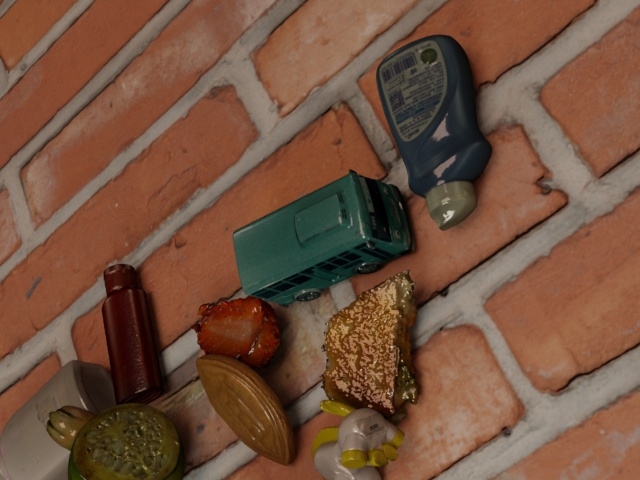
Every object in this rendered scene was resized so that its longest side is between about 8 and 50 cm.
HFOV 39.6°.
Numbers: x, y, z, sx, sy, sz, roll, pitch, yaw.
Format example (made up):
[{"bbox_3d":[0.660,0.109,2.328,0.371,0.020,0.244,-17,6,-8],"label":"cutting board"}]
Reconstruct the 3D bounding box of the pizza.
[{"bbox_3d":[0.078,0.157,1.315,0.147,0.069,0.226,-1,84,25],"label":"pizza"}]

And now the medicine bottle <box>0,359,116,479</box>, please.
[{"bbox_3d":[-0.500,0.364,1.649,0.296,0.111,0.161,-42,55,16],"label":"medicine bottle"}]

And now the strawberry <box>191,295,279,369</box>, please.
[{"bbox_3d":[-0.130,0.150,1.470,0.188,0.082,0.121,8,76,51],"label":"strawberry"}]

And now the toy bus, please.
[{"bbox_3d":[0.000,0.000,1.373,0.256,0.147,0.128,-25,65,29],"label":"toy bus"}]

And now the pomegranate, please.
[{"bbox_3d":[-0.348,0.378,1.474,0.190,0.241,0.159,-86,10,-48],"label":"pomegranate"}]

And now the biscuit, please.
[{"bbox_3d":[-0.116,0.261,1.393,0.220,0.029,0.142,49,137,9],"label":"biscuit"}]

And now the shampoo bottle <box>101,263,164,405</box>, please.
[{"bbox_3d":[-0.349,0.169,1.625,0.102,0.064,0.260,-31,60,29],"label":"shampoo bottle"}]

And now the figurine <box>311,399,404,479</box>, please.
[{"bbox_3d":[0.042,0.309,1.284,0.130,0.109,0.178,40,136,26],"label":"figurine"}]

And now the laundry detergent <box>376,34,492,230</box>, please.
[{"bbox_3d":[0.177,-0.158,1.332,0.143,0.094,0.289,-20,68,23],"label":"laundry detergent"}]
